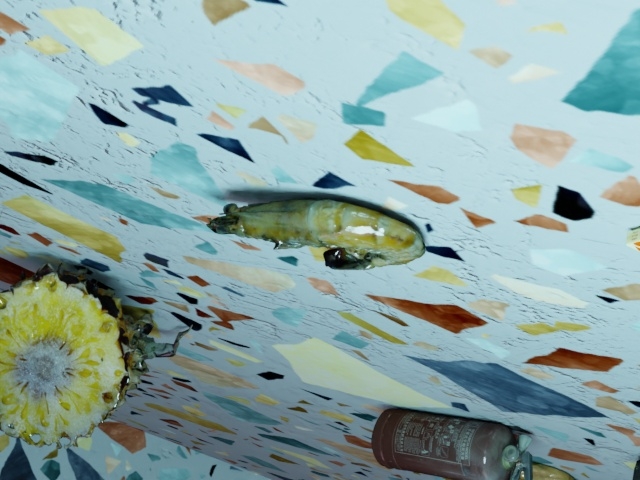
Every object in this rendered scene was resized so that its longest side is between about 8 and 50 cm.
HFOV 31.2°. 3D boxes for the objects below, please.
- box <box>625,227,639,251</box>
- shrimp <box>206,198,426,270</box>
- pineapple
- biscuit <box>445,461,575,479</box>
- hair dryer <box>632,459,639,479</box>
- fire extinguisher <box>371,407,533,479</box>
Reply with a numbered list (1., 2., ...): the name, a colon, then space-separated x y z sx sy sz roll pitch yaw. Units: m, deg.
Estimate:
1. box: 0.296 0.011 0.903 0.093 0.015 0.058 24 162 -19
2. shrimp: 0.000 0.000 1.108 0.217 0.051 0.150 5 165 25
3. pineapple: -0.333 0.157 1.676 0.262 0.263 0.271 13 -176 15
4. biscuit: 0.320 0.413 1.965 0.375 0.051 0.269 20 160 -2
5. hair dryer: 0.510 0.369 1.662 0.114 0.071 0.248 11 169 18
6. fire extinguisher: 0.208 0.318 1.713 0.269 0.105 0.105 3 156 40
